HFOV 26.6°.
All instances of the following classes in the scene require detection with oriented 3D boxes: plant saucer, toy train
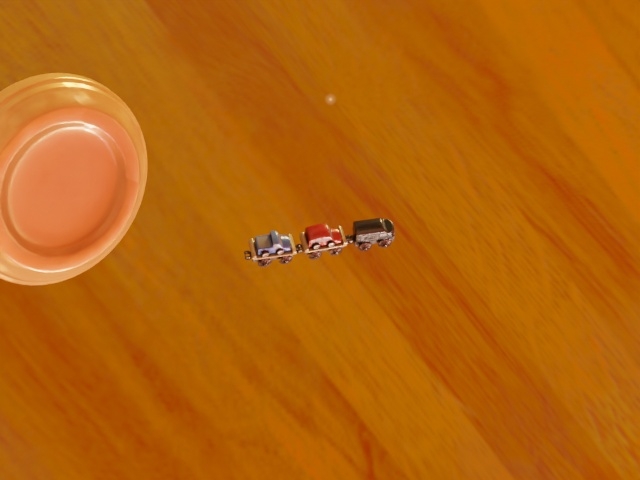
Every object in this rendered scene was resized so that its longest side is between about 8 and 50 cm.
[{"bbox_3d":[-0.238,-0.050,1.219,0.200,0.037,0.200,-18,120,-34],"label":"plant saucer"},{"bbox_3d":[0.000,0.000,1.385,0.158,0.036,0.027,-9,55,-9],"label":"toy train"}]
